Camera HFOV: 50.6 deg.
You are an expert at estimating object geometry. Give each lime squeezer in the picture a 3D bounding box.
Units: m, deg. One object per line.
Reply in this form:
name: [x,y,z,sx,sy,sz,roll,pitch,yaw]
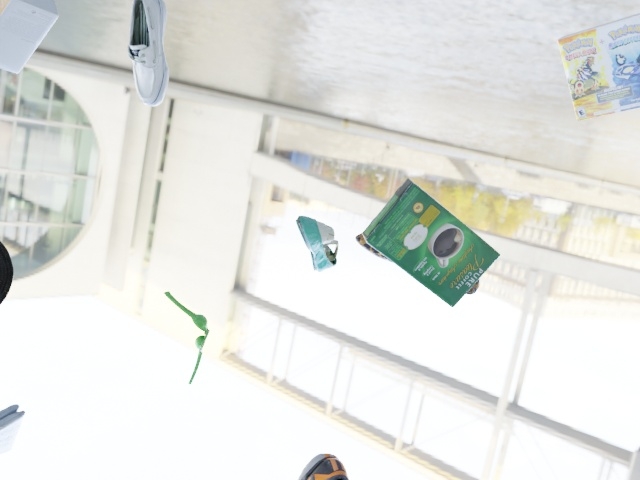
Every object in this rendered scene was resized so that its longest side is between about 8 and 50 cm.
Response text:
lime squeezer: [-0.398,0.300,2.120,0.110,0.310,0.059,-15,-169,-12]

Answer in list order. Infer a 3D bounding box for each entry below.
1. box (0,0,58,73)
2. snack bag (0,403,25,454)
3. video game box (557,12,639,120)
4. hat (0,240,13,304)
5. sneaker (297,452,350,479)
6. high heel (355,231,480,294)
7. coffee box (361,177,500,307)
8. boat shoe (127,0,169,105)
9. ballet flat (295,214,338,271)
box: [-0.590,-0.430,1.290,0.091,0.170,0.130,11,-131,-49]
snack bag: [-0.649,0.386,1.073,0.342,0.037,0.323,-26,170,-37]
video game box: [0.621,-0.363,1.417,0.205,0.187,0.048,-8,-165,41]
hat: [-0.881,0.066,1.523,0.331,0.331,0.134,2,156,-46]
sneaker: [-0.038,0.670,1.601,0.125,0.321,0.180,31,180,-18]
high heel: [0.214,0.043,1.461,0.261,0.093,0.186,7,-150,-20]
coffee box: [0.165,0.006,1.008,0.184,0.113,0.040,35,-170,-18]
boat shoe: [-0.370,-0.395,1.407,0.083,0.226,0.076,5,-169,24]
ballet flat: [0.000,0.000,1.742,0.087,0.083,0.247,-17,149,2]
